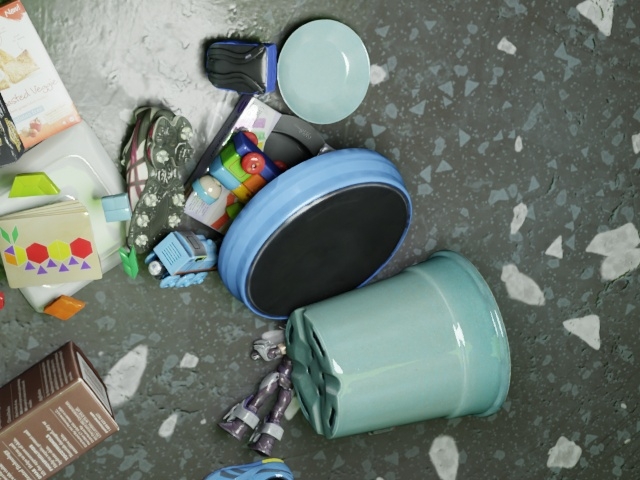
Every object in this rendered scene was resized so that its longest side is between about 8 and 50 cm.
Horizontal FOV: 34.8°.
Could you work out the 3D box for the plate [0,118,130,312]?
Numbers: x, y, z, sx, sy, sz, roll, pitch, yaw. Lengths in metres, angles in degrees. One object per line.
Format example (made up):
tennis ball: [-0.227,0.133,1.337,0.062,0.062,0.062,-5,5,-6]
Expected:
plate: [-0.473,-0.037,1.860,0.277,0.045,0.278,-34,114,-7]

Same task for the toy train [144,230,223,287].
toy train: [-0.245,0.033,1.894,0.105,0.184,0.080,-39,76,21]

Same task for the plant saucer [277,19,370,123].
plant saucer: [0.001,-0.319,1.929,0.195,0.037,0.194,-6,104,-25]

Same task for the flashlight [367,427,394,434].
flashlight: [0.235,0.335,2.186,0.304,0.103,0.103,-11,136,-17]

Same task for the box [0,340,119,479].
box: [-0.571,0.371,1.871,0.381,0.191,0.143,-33,114,-6]

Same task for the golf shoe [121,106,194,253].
golf shoe: [-0.309,-0.109,1.859,0.105,0.120,0.272,1,111,-46]

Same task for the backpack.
backpack: [-0.142,-0.315,1.859,0.120,0.101,0.097,6,102,13]

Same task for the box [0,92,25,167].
box: [-0.682,-0.226,1.675,0.296,0.073,0.293,-17,114,5]

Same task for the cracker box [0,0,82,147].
cracker box: [-0.534,-0.278,1.752,0.156,0.067,0.232,-28,112,-8]

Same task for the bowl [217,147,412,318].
bowl: [0.000,0.000,1.902,0.391,0.077,0.391,-24,146,-17]

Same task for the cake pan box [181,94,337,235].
cake pan box: [-0.104,-0.116,1.949,0.246,0.070,0.266,32,94,-26]

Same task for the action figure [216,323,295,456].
action figure: [-0.081,0.288,2.066,0.185,0.099,0.285,40,76,-18]

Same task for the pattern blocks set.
pattern blocks set: [-0.488,0.012,1.811,0.325,0.026,0.285,1,116,-4]

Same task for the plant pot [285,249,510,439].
plant pot: [0.129,0.217,1.963,0.334,0.341,0.341,-12,110,-20]

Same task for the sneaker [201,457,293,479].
sneaker: [-0.158,0.511,2.115,0.209,0.082,0.069,-12,112,-13]

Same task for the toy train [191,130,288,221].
toy train: [-0.109,-0.074,1.880,0.143,0.105,0.248,-38,123,13]
